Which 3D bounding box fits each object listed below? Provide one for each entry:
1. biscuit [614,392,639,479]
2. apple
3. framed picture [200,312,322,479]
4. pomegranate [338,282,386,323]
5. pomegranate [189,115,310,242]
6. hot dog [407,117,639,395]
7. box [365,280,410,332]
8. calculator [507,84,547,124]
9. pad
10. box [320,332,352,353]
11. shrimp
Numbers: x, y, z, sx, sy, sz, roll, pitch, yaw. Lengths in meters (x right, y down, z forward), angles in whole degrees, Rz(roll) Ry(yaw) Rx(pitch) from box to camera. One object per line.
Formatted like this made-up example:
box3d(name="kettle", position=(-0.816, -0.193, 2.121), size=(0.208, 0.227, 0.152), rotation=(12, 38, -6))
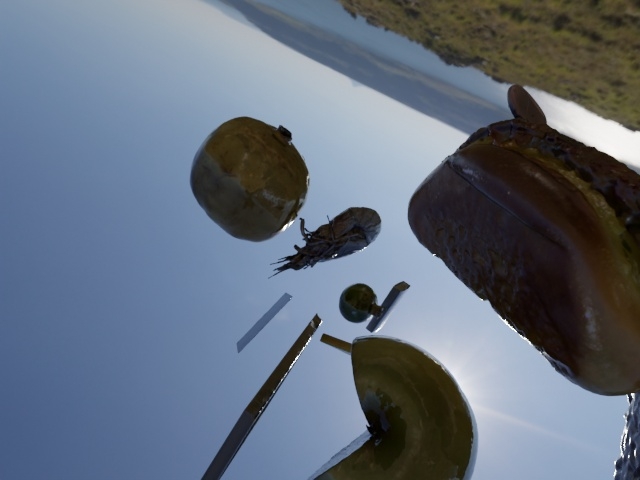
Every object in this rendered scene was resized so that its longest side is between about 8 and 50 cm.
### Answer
box3d(name="biscuit", position=(0.584, 0.336, 0.665), size=(0.166, 0.343, 0.395), rotation=(19, -124, 12))
box3d(name="apple", position=(0.122, 0.316, 0.713), size=(0.233, 0.295, 0.258), rotation=(18, 161, 26))
box3d(name="framed picture", position=(-0.086, 0.233, 0.623), size=(0.020, 0.211, 0.289), rotation=(33, -162, 7))
box3d(name="pomegranate", position=(0.114, 0.187, 1.304), size=(0.130, 0.130, 0.130), rotation=(23, -160, -9))
box3d(name="pomegranate", position=(-0.177, -0.167, 1.208), size=(0.332, 0.332, 0.332), rotation=(23, -160, -9))
box3d(name="hot dog", position=(0.275, -0.023, 0.571), size=(0.185, 0.223, 0.405), rotation=(-19, -141, -16))
box3d(name="box", position=(0.224, 0.219, 1.488), size=(0.036, 0.177, 0.115), rotation=(38, -159, 21))
box3d(name="calculator", position=(0.455, -0.267, 0.979), size=(0.166, 0.024, 0.103), rotation=(39, -124, -24))
box3d(name="pad", position=(-0.121, 0.171, 0.957), size=(0.003, 0.157, 0.112), rotation=(46, 170, -7))
box3d(name="box", position=(0.072, 0.242, 0.990), size=(0.087, 0.023, 0.155), rotation=(9, 161, 34))
box3d(name="shrimp", position=(0.003, 0.007, 1.214), size=(0.145, 0.343, 0.116), rotation=(51, -164, -54))
